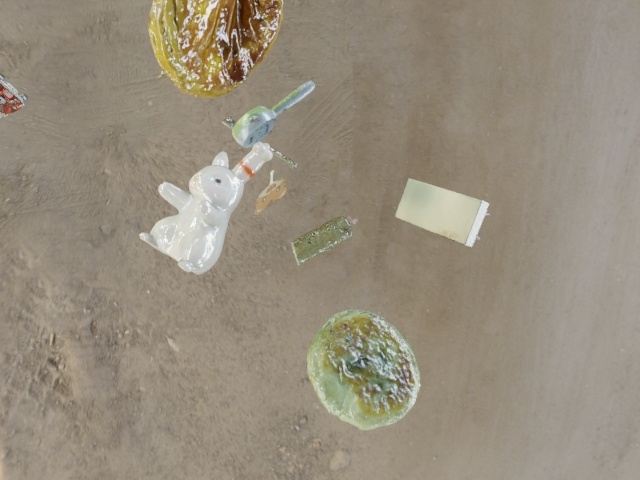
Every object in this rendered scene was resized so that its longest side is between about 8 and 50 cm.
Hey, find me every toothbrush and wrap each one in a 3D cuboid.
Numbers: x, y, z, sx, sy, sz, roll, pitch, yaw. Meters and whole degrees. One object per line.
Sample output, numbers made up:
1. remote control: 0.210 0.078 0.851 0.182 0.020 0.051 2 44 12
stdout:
1. toothbrush: -0.186 -0.302 1.493 0.297 0.030 0.030 35 80 16

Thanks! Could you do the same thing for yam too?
1. yam: 0.000 0.000 1.299 0.179 0.078 0.078 -29 112 -16

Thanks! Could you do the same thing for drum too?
1. drum: -0.123 -0.328 1.279 0.253 0.130 0.049 -38 86 -28

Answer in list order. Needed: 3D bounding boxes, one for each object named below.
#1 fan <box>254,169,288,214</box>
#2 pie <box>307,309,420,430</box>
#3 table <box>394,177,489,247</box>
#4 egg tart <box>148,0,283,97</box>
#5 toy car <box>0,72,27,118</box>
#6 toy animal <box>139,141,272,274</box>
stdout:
1. fan: -0.174 -0.184 1.709 0.152 0.226 0.008 -33 124 21
2. pie: 0.069 0.192 0.740 0.187 0.041 0.186 10 59 -17
3. table: 0.341 -0.074 1.322 0.111 0.240 0.121 13 101 -44
4. egg tart: -0.223 -0.458 0.970 0.339 0.153 0.351 -53 158 -7
5. toy car: -0.761 -0.322 1.117 0.112 0.139 0.112 -57 137 -20
6. toy animal: -0.212 -0.076 0.898 0.138 0.140 0.282 17 98 -60
